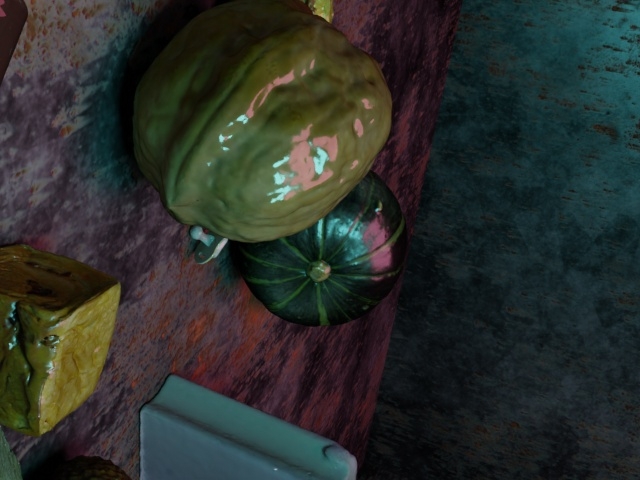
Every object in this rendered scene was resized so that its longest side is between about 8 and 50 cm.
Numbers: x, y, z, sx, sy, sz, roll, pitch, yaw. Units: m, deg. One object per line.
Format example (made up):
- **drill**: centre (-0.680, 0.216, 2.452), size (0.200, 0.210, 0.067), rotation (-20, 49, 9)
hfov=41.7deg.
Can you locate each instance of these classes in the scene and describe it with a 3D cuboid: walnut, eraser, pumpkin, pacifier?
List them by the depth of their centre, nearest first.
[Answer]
- **walnut**: centre (-0.082, -0.150, 1.085), size (0.344, 0.306, 0.306), rotation (-51, 155, -31)
- **pacifier**: centre (-0.187, -0.005, 1.364), size (0.064, 0.068, 0.083), rotation (40, 82, -38)
- **eraser**: centre (-0.127, 0.411, 1.428), size (0.122, 0.359, 0.272), rotation (-49, 151, -52)
- **pumpkin**: centre (0.000, 0.000, 1.522), size (0.241, 0.322, 0.323), rotation (-100, -165, -57)

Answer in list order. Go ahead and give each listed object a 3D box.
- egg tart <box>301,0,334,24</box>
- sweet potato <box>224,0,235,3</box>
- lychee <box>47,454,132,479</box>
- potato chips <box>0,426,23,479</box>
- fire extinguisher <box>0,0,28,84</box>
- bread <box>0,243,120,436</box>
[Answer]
- **egg tart**: centre (-0.034, -0.358, 1.388), size (0.212, 0.090, 0.213), rotation (19, 90, -84)
- **sweet potato**: centre (-0.130, -0.259, 1.256), size (0.081, 0.062, 0.233), rotation (-13, 124, -51)
- **lychee**: centre (-0.316, 0.387, 1.118), size (0.194, 0.194, 0.195), rotation (18, 90, -74)
- **potato chips**: centre (-0.388, 0.272, 0.961), size (0.228, 0.059, 0.167), rotation (5, 93, -74)
- **fire extinguisher**: centre (-0.317, -0.147, 0.695), size (0.105, 0.104, 0.269), rotation (37, 72, -73)
- **bread**: centre (-0.306, 0.098, 0.887), size (0.158, 0.148, 0.143), rotation (-26, 135, -68)
